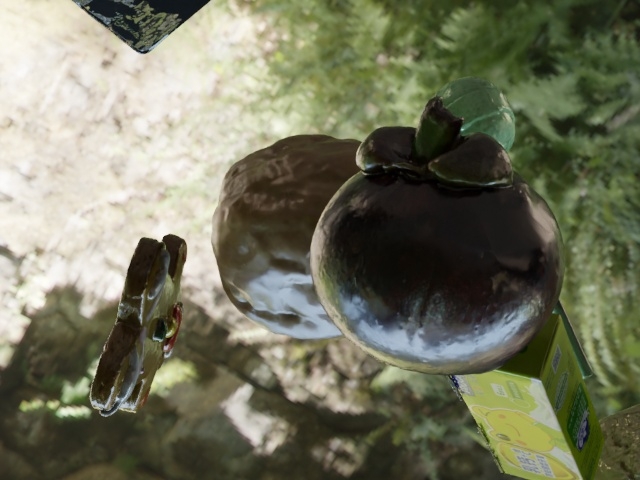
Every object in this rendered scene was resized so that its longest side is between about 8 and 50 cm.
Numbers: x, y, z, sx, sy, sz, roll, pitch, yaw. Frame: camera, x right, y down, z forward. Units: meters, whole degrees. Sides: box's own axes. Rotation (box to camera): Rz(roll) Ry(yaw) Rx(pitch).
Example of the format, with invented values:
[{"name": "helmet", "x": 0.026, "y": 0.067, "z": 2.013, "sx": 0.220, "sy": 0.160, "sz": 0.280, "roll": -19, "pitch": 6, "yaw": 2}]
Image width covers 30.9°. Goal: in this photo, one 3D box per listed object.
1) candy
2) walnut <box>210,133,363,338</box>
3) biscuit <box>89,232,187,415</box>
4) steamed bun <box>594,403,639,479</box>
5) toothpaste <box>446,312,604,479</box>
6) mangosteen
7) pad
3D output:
[{"name": "candy", "x": 0.261, "y": -0.022, "z": 1.532, "sx": 0.119, "sy": 0.119, "sz": 0.440, "roll": 5, "pitch": -121, "yaw": -56}, {"name": "walnut", "x": 0.001, "y": -0.004, "z": 1.634, "sx": 0.344, "sy": 0.306, "sz": 0.306, "roll": 2, "pitch": -177, "yaw": 27}, {"name": "biscuit", "x": -0.247, "y": 0.126, "z": 1.754, "sx": 0.064, "sy": 0.283, "sz": 0.432, "roll": 15, "pitch": 173, "yaw": 2}, {"name": "steamed bun", "x": 0.413, "y": 0.339, "z": 1.459, "sx": 0.225, "sy": 0.200, "sz": 0.170, "roll": 56, "pitch": -169, "yaw": -36}, {"name": "toothpaste", "x": 0.225, "y": 0.175, "z": 1.251, "sx": 0.110, "sy": 0.077, "sz": 0.327, "roll": 8, "pitch": 152, "yaw": 27}, {"name": "mangosteen", "x": 0.106, "y": 0.005, "z": 0.979, "sx": 0.216, "sy": 0.216, "sz": 0.216, "roll": 29, "pitch": -163, "yaw": -10}, {"name": "pad", "x": -0.137, "y": -0.209, "z": 0.890, "sx": 0.003, "sy": 0.112, "sz": 0.157, "roll": 57, "pitch": -169, "yaw": 28}]
